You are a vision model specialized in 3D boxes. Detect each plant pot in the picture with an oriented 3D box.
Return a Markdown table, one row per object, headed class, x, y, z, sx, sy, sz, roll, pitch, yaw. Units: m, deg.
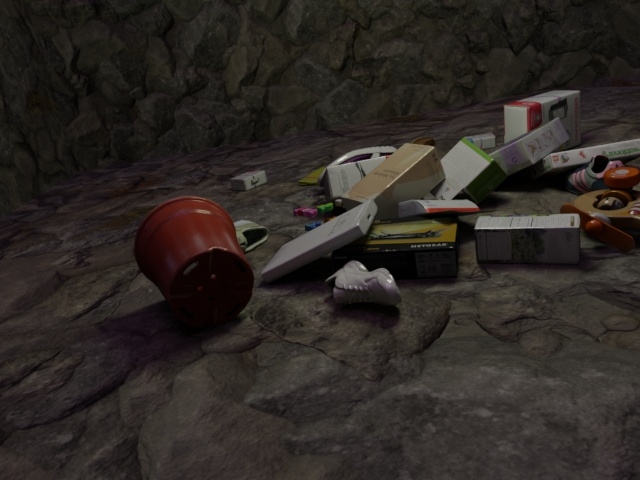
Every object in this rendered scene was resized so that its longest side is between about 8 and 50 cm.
| class | x | y | z | sx | sy | sz | roll | pitch | yaw |
| --- | --- | --- | --- | --- | --- | --- | --- | --- | --- |
| plant pot | -0.297 | 0.063 | 1.357 | 0.272 | 0.272 | 0.265 | -18 | 30 | -19 |

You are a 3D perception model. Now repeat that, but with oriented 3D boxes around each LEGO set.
| class | x | y | z | sx | sy | sz | roll | pitch | yaw |
| --- | --- | --- | --- | --- | --- | --- | --- | --- | --- |
| LEGO set | 0.035 | -0.072 | 1.775 | 0.227 | 0.087 | 0.093 | -17 | 24 | -36 |

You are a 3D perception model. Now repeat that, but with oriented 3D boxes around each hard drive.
| class | x | y | z | sx | sy | sz | roll | pitch | yaw |
| --- | --- | --- | --- | --- | --- | --- | --- | --- | --- |
| hard drive | 0.000 | 0.000 | 1.488 | 0.307 | 0.040 | 0.203 | -28 | 13 | 25 |

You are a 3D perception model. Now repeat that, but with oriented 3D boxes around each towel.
| class | x | y | z | sx | sy | sz | roll | pitch | yaw |
| --- | --- | --- | --- | --- | --- | --- | --- | --- | --- |
| towel | 0.001 | -0.284 | 2.443 | 0.102 | 0.021 | 0.237 | 6 | 25 | 25 |

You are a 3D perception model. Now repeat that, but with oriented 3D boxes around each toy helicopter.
| class | x | y | z | sx | sy | sz | roll | pitch | yaw |
| --- | --- | --- | --- | --- | --- | --- | --- | --- | --- |
| toy helicopter | 0.742 | -0.051 | 1.306 | 0.235 | 0.140 | 0.355 | -17 | 24 | -12 |

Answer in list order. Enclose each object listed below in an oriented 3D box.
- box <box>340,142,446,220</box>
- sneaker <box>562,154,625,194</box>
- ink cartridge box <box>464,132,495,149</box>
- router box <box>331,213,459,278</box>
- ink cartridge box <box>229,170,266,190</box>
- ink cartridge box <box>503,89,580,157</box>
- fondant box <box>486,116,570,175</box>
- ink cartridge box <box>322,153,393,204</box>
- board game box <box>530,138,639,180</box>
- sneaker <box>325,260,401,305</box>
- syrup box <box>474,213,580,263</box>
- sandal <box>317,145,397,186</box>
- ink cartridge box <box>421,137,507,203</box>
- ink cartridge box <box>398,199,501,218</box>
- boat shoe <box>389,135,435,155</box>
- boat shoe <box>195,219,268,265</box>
| class | x | y | z | sx | sy | sz | roll | pitch | yaw |
| --- | --- | --- | --- | --- | --- | --- | --- | --- | --- |
| box | 0.231 | -0.169 | 1.748 | 0.311 | 0.121 | 0.148 | -41 | 32 | -21 |
| sneaker | 0.823 | -0.199 | 1.652 | 0.112 | 0.131 | 0.319 | -10 | 16 | 0 |
| ink cartridge box | 0.708 | -0.437 | 2.458 | 0.122 | 0.052 | 0.088 | -8 | 21 | 10 |
| router box | 0.207 | 0.015 | 1.457 | 0.308 | 0.081 | 0.243 | -4 | 21 | 17 |
| ink cartridge box | -0.327 | -0.272 | 2.509 | 0.099 | 0.056 | 0.135 | 7 | 26 | 39 |
| ink cartridge box | 0.869 | -0.449 | 2.164 | 0.306 | 0.226 | 0.131 | -21 | 23 | -24 |
| fondant box | 0.687 | -0.304 | 1.932 | 0.330 | 0.096 | 0.238 | -31 | 3 | -42 |
| ink cartridge box | 0.151 | -0.213 | 1.957 | 0.272 | 0.114 | 0.197 | -13 | -3 | -5 |
| board game box | 0.871 | -0.262 | 1.809 | 0.305 | 0.053 | 0.193 | -10 | -6 | 3 |
| sneaker | 0.091 | 0.117 | 1.261 | 0.115 | 0.090 | 0.232 | -27 | 16 | -23 |
| syrup box | 0.503 | -0.005 | 1.349 | 0.237 | 0.093 | 0.096 | -1 | 22 | 24 |
| sandal | 0.176 | -0.291 | 2.243 | 0.416 | 0.169 | 0.102 | -22 | 64 | -30 |
| ink cartridge box | 0.441 | -0.184 | 1.799 | 0.255 | 0.097 | 0.189 | -45 | 35 | 12 |
| ink cartridge box | 0.360 | -0.097 | 1.570 | 0.189 | 0.066 | 0.232 | -2 | -7 | -23 |
| boat shoe | 0.397 | -0.342 | 2.300 | 0.307 | 0.111 | 0.104 | -36 | 35 | -31 |
| boat shoe | -0.269 | 0.001 | 1.694 | 0.094 | 0.109 | 0.302 | 3 | 21 | 27 |
